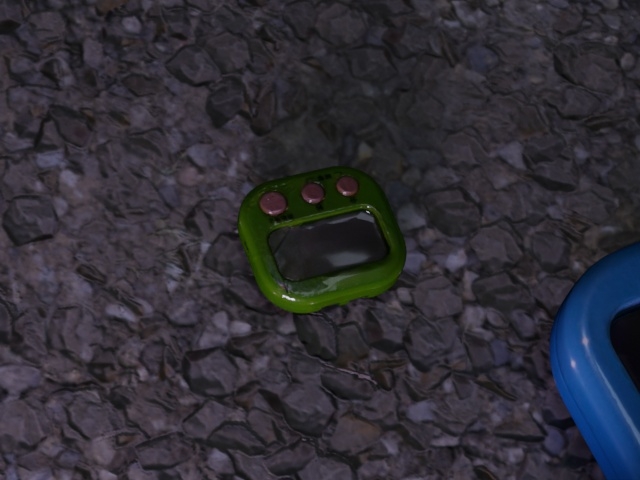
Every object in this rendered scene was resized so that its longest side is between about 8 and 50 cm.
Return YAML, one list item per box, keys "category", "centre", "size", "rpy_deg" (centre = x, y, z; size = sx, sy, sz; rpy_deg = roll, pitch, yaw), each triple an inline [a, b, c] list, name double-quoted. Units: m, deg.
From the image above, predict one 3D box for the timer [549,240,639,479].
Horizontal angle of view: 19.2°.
- category: "timer"
  centre: [0.384, 0.127, 1.661]
  size: [0.340, 0.115, 0.309]
  rpy_deg: [-20, 70, -21]

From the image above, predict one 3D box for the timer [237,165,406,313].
- category: "timer"
  centre: [0.000, 0.000, 1.686]
  size: [0.140, 0.047, 0.128]
  rpy_deg: [-14, 65, -18]
